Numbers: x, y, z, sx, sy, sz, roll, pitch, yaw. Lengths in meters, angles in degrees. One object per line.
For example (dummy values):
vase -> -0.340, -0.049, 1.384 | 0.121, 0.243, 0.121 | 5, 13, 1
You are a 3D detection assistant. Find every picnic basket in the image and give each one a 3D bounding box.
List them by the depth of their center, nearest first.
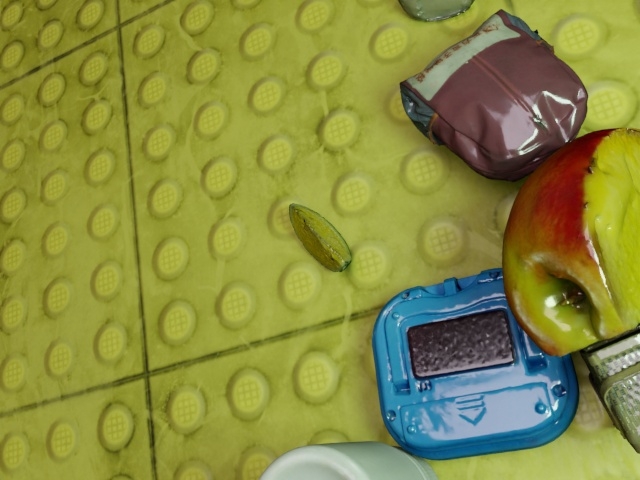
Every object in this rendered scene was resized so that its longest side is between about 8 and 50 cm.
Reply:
picnic basket -> 0.489, 0.198, 0.920 | 0.165, 0.266, 0.139 | -28, 75, 13

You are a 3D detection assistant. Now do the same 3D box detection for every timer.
timer -> 0.257, 0.213, 1.096 | 0.339, 0.115, 0.309 | -15, 63, 20

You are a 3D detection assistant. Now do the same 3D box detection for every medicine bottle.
medicine bottle -> 0.060, 0.428, 0.988 | 0.211, 0.371, 0.211 | -8, 71, 23

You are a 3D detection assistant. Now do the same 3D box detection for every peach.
peach -> 0.428, -0.005, 0.964 | 0.242, 0.380, 0.306 | -30, 80, 58

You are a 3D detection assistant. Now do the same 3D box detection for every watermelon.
watermelon -> -0.004, 0.007, 1.301 | 0.181, 0.092, 0.075 | 47, 111, 20

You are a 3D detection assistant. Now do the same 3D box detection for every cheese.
cheese -> 0.245, -0.583, 1.350 | 0.175, 0.091, 0.203 | -2, 75, 23

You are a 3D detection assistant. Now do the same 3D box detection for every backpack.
backpack -> 0.335, -0.249, 1.147 | 0.283, 0.197, 0.317 | -40, 52, 7

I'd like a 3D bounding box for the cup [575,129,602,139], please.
cup -> 0.478, -0.134, 1.107 | 0.099, 0.102, 0.074 | -12, 52, 23
